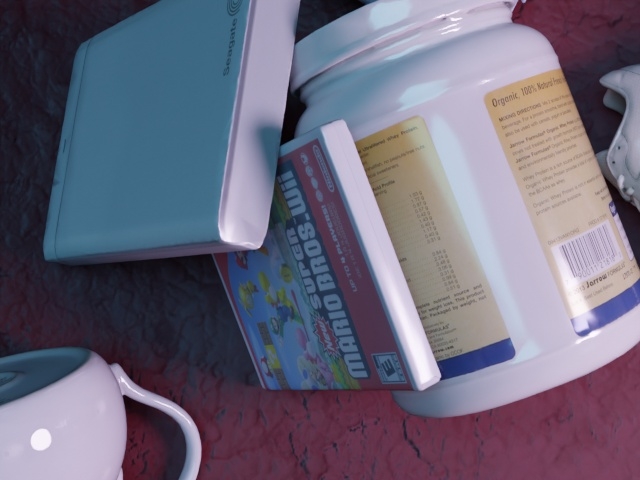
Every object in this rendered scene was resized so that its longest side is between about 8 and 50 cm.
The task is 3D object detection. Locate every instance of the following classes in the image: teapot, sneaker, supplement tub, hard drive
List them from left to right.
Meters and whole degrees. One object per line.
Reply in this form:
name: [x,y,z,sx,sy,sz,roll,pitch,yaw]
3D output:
teapot: [-0.277,0.214,0.913,0.256,0.252,0.187,-10,100,24]
hard drive: [-0.147,-0.099,0.907,0.353,0.047,0.233,-5,74,53]
supplement tub: [0.114,-0.038,0.841,0.228,0.228,0.316,-21,91,6]
sneaker: [0.310,-0.043,0.912,0.121,0.099,0.262,-7,71,17]

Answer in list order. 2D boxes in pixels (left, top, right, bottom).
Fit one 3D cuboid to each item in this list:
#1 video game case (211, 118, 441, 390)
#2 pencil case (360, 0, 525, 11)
video game case: [-0.019,0.028,0.850,0.025,0.285,0.204,-22,93,-27]
pencil case: [0.066,-0.282,0.984,0.273,0.113,0.124,35,49,15]
